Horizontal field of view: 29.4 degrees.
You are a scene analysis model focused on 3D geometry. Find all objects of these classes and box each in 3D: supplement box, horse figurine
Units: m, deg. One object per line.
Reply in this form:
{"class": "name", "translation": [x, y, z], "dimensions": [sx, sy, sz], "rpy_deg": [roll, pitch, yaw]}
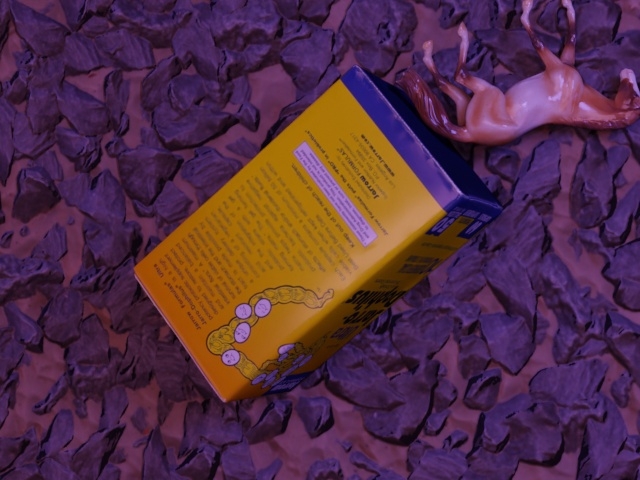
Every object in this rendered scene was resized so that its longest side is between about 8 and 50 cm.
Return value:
{"class": "supplement box", "translation": [0.000, 0.000, 1.409], "dimensions": [0.356, 0.194, 0.195], "rpy_deg": [-41, 73, 15]}
{"class": "horse figurine", "translation": [0.220, -0.175, 1.380], "dimensions": [0.263, 0.066, 0.175], "rpy_deg": [-18, 81, -3]}
